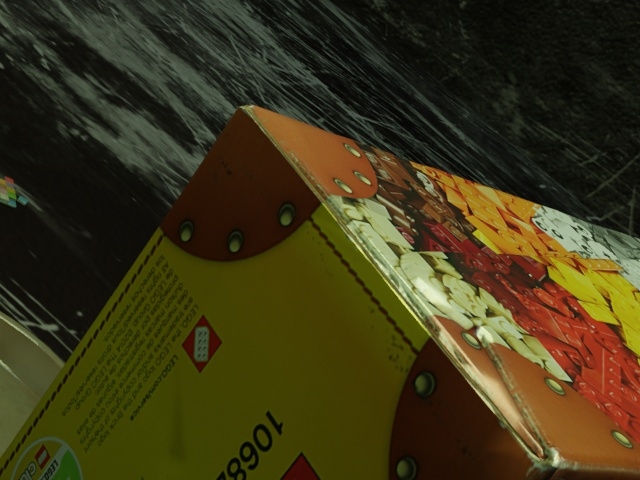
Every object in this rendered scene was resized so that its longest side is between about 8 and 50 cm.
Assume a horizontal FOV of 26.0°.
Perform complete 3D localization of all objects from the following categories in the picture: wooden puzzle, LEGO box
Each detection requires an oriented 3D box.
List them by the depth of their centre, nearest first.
[{"bbox_3d":[0.002,0.222,0.653,0.372,0.500,0.193,14,30,-47],"label":"LEGO box"},{"bbox_3d":[-0.337,-0.057,1.420,0.083,0.006,0.049,24,23,-32],"label":"wooden puzzle"}]

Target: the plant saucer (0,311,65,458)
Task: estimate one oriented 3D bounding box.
[{"bbox_3d":[-0.287,0.126,1.052,0.278,0.041,0.278,33,20,-13],"label":"plant saucer"}]
